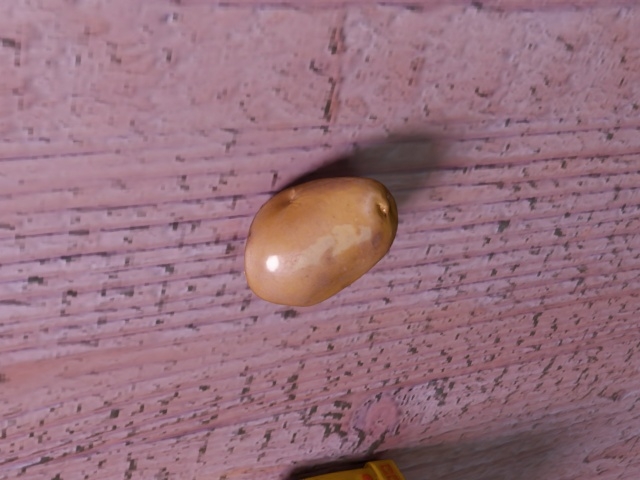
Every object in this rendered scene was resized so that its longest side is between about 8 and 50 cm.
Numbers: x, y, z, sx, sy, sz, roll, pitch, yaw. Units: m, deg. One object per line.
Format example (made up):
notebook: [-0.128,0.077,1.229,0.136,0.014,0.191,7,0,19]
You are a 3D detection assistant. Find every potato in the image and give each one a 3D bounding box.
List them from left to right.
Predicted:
potato: [0.000,0.000,0.530,0.083,0.062,0.068,-16,174,20]

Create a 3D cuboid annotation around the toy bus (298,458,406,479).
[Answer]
toy bus: [-0.019,0.325,0.765,0.152,0.144,0.330,1,126,-35]
